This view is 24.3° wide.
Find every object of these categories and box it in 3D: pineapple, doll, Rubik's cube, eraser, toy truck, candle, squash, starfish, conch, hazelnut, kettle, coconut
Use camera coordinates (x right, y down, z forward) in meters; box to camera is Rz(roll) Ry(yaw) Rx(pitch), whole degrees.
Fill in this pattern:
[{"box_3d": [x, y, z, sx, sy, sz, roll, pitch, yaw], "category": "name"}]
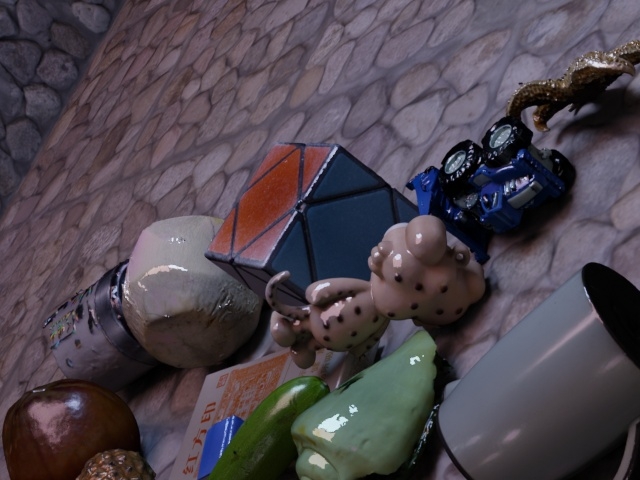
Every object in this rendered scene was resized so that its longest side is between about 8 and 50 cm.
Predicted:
[{"box_3d": [-0.291, 0.416, 2.148, 0.128, 0.128, 0.248, -44, 30, 19], "category": "pineapple"}, {"box_3d": [0.067, 0.070, 1.882, 0.278, 0.154, 0.119, -20, 34, 15], "category": "doll"}, {"box_3d": [0.000, 0.000, 2.078, 0.205, 0.205, 0.207, -59, 26, -12], "category": "Rubik's cube"}, {"box_3d": [-0.134, 0.286, 2.024, 0.063, 0.027, 0.085, -33, 35, 41], "category": "eraser"}, {"box_3d": [0.210, -0.055, 1.892, 0.208, 0.113, 0.126, -29, 35, 44], "category": "toy truck"}, {"box_3d": [-0.359, 0.162, 2.529, 0.330, 0.187, 0.187, -33, 31, 39], "category": "candle"}, {"box_3d": [-0.084, 0.281, 1.891, 0.292, 0.082, 0.082, -56, 22, 22], "category": "squash"}, {"box_3d": [0.333, -0.197, 1.840, 0.216, 0.071, 0.238, -25, 0, -3], "category": "starfish"}, {"box_3d": [0.073, 0.223, 1.785, 0.250, 0.137, 0.143, -35, -4, -5], "category": "conch"}, {"box_3d": [-0.407, 0.324, 2.367, 0.251, 0.217, 0.217, -14, 45, 53], "category": "hazelnut"}, {"box_3d": [0.246, 0.177, 1.489, 0.236, 0.161, 0.221, -42, 57, 24], "category": "kettle"}, {"box_3d": [-0.196, 0.066, 2.317, 0.227, 0.227, 0.230, -34, 37, 35], "category": "coconut"}]

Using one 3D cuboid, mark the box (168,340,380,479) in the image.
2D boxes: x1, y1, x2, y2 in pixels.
[{"box_3d": [-0.073, 0.247, 2.058, 0.365, 0.051, 0.205, -24, 40, 49], "category": "box"}]
